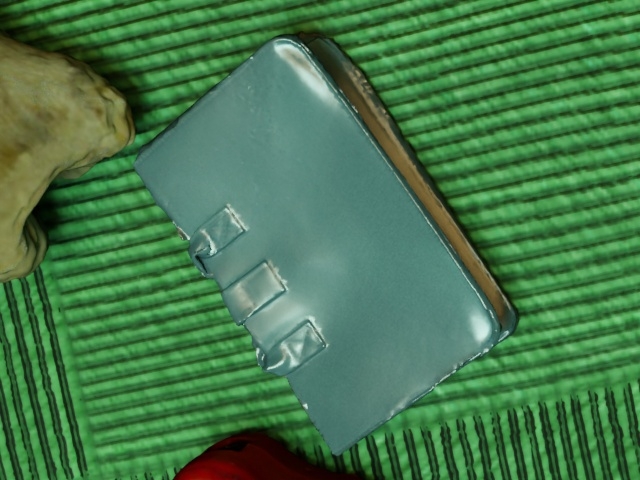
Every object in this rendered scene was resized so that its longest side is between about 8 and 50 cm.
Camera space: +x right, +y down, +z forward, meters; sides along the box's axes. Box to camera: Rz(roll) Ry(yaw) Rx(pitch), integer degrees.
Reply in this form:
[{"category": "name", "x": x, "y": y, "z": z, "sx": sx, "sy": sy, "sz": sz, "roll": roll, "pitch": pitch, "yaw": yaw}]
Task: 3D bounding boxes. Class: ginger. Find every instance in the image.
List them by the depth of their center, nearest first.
[{"category": "ginger", "x": -0.240, "y": -0.102, "z": 1.086, "sx": 0.276, "sy": 0.130, "sz": 0.221, "roll": 18, "pitch": 92, "yaw": 7}]

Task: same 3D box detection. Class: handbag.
[{"category": "handbag", "x": 0.000, "y": 0.000, "z": 1.078, "sx": 0.144, "sy": 0.057, "sz": 0.221, "roll": -35, "pitch": 86, "yaw": 17}]

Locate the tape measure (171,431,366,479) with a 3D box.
[{"category": "tape measure", "x": -0.003, "y": 0.253, "z": 1.066, "sx": 0.253, "sy": 0.114, "sz": 0.260, "roll": 23, "pitch": 99, "yaw": 11}]
